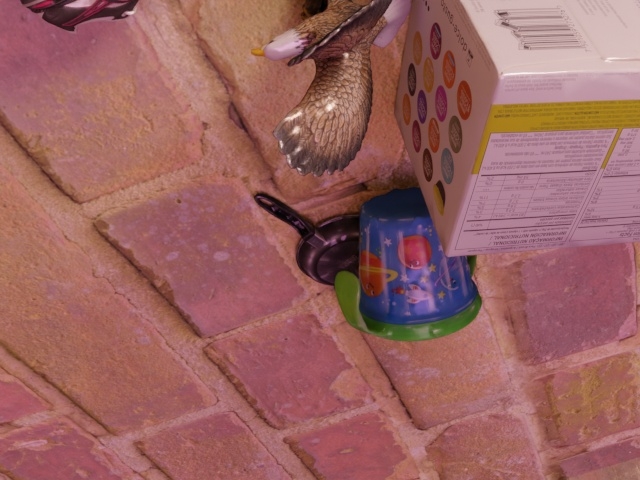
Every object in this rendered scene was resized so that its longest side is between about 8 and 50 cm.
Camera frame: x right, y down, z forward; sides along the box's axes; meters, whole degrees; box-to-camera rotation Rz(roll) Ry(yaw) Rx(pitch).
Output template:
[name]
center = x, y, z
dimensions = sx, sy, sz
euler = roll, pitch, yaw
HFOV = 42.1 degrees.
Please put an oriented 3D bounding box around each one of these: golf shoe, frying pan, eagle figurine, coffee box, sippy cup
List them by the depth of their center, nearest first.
[golf shoe]
center = -0.263, -0.362, 1.100
dimensions = 0.273, 0.105, 0.120
euler = -16, 154, 13
[eagle figurine]
center = 0.017, -0.256, 1.115
dimensions = 0.225, 0.298, 0.226
euler = -35, 134, 23
[coffee box]
center = 0.325, -0.213, 1.208
dimensions = 0.338, 0.337, 0.334
euler = -4, 139, -10
[sippy cup]
center = 0.166, 0.030, 1.512
dimensions = 0.240, 0.305, 0.224
euler = -3, 113, 14
[frying pan]
center = 0.028, -0.010, 1.585
dimensions = 0.197, 0.053, 0.326
euler = -22, 140, 8
